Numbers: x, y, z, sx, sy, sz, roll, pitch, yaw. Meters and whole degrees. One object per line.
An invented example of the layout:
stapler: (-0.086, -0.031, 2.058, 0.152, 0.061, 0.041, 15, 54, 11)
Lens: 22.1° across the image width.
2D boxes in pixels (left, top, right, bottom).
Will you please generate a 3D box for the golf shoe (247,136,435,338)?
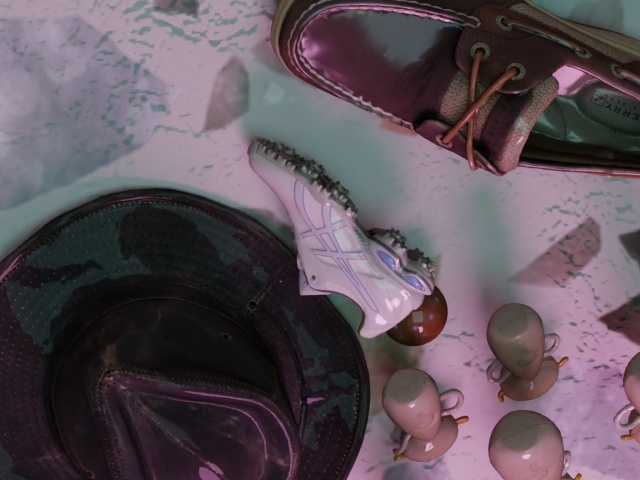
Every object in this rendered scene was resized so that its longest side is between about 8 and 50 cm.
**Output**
golf shoe: (0.000, 0.000, 1.224, 0.176, 0.069, 0.086, 42, 101, 4)

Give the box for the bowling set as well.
bowling set: (0.133, 0.123, 1.275, 0.287, 0.200, 0.154, -27, 149, 1)

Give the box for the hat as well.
hat: (-0.112, 0.134, 1.218, 0.331, 0.134, 0.331, -2, 105, -9)

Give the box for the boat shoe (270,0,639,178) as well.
boat shoe: (0.133, -0.110, 1.193, 0.342, 0.123, 0.123, 16, 117, -16)
